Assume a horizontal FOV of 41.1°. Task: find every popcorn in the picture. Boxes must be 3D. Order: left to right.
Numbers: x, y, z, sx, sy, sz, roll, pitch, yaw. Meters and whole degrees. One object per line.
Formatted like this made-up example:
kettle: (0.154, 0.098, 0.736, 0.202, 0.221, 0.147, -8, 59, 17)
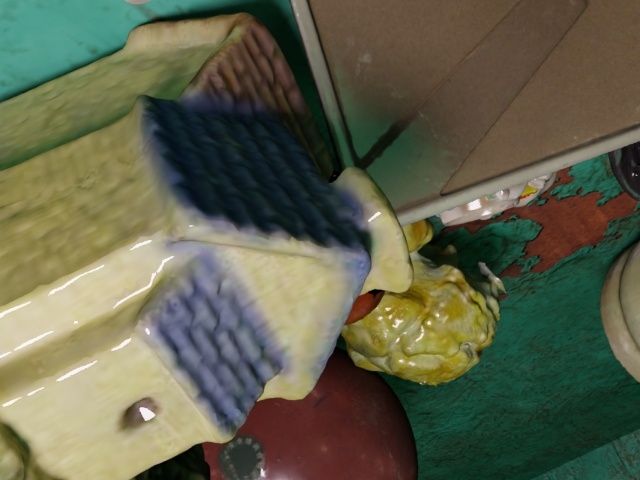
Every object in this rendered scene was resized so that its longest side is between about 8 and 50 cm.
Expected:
popcorn: (0.100, 0.058, 0.923, 0.197, 0.213, 0.198, -12, -166, 3)

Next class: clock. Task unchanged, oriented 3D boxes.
clock: (0.158, -0.077, 0.770, 0.144, 0.103, 0.231, -14, 175, 2)

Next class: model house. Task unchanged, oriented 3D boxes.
model house: (-0.092, 0.025, 0.556, 0.266, 0.321, 0.261, -29, 130, -3)

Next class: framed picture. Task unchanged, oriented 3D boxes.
framed picture: (0.148, -0.156, 0.611, 0.324, 0.020, 0.241, -21, 117, -2)

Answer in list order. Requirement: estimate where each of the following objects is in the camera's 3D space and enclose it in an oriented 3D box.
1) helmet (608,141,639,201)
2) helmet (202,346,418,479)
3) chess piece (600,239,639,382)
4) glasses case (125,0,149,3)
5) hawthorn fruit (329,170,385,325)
helmet: (0.379, -0.130, 0.801, 0.198, 0.154, 0.253, 15, 142, 14)
helmet: (-0.006, 0.241, 0.991, 0.230, 0.338, 0.385, -41, 165, 20)
chess piece: (0.525, 0.032, 0.994, 0.234, 0.234, 0.442, -13, 161, -14)
glasses case: (-0.123, -0.178, 0.525, 0.032, 0.021, 0.083, -25, 151, 4)
hawthorn fruit: (0.000, 0.000, 0.793, 0.148, 0.148, 0.172, -3, 130, -28)
